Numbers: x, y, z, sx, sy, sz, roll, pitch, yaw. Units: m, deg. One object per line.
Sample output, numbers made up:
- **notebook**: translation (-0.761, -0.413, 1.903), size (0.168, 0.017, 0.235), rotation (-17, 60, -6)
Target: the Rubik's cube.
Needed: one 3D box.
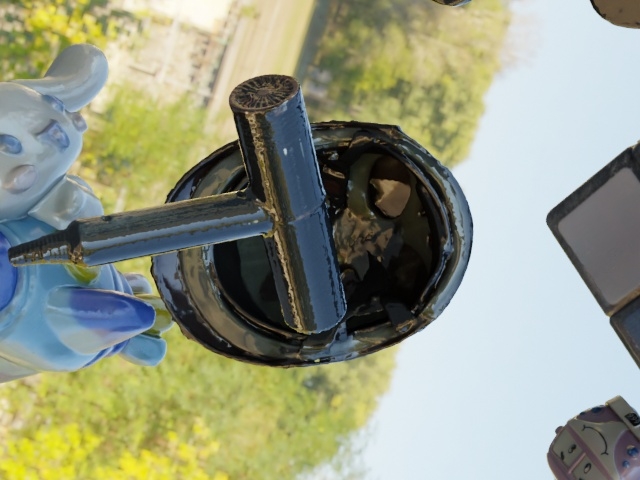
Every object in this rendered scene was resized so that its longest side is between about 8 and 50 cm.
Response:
- **Rubik's cube**: translation (0.532, -0.003, 1.442), size (0.318, 0.316, 0.313), rotation (-11, 155, -50)

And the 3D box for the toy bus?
- **toy bus**: translation (0.385, 0.317, 1.503), size (0.202, 0.142, 0.142), rotation (64, -2, -34)

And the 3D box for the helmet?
- **helmet**: translation (0.000, 0.000, 1.142), size (0.177, 0.305, 0.225), rotation (-16, 100, -79)

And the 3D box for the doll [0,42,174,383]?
- **doll**: translation (-0.269, -0.007, 1.113), size (0.187, 0.366, 0.376), rotation (-12, -166, 46)

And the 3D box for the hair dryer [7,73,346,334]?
- **hair dryer**: translation (-0.085, 0.008, 0.721), size (0.050, 0.194, 0.173), rotation (-128, -160, -55)

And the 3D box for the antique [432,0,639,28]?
- **antique**: translation (0.252, -0.270, 0.864), size (0.255, 0.322, 0.185), rotation (-33, 126, -50)
